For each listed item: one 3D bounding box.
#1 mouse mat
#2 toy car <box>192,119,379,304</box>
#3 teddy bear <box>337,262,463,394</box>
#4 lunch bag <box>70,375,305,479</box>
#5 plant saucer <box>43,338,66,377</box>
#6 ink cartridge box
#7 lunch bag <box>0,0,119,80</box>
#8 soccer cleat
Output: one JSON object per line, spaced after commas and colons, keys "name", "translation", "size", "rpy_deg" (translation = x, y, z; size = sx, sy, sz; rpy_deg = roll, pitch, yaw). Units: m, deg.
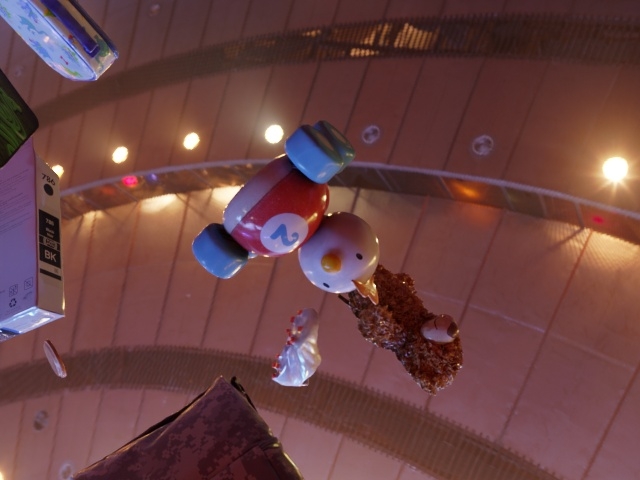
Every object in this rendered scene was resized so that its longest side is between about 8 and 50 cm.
{"name": "mouse mat", "translation": [-0.380, -0.180, 0.678], "size": [0.007, 0.190, 0.153], "rpy_deg": [-23, -151, 8]}
{"name": "toy car", "translation": [0.000, 0.000, 0.852], "size": [0.238, 0.210, 0.219], "rpy_deg": [45, -73, -1]}
{"name": "teddy bear", "translation": [0.116, 0.103, 1.090], "size": [0.113, 0.245, 0.338], "rpy_deg": [-50, -124, 12]}
{"name": "lunch bag", "translation": [-0.189, 0.373, 0.938], "size": [0.305, 0.213, 0.256], "rpy_deg": [-31, -117, -20]}
{"name": "plant saucer", "translation": [-0.536, 0.239, 1.276], "size": [0.013, 0.084, 0.083], "rpy_deg": [-27, -135, -32]}
{"name": "ink cartridge box", "translation": [-0.505, -0.007, 1.036], "size": [0.165, 0.065, 0.333], "rpy_deg": [-22, -116, 17]}
{"name": "lunch bag", "translation": [-0.490, -0.399, 1.177], "size": [0.176, 0.219, 0.090], "rpy_deg": [14, -118, 48]}
{"name": "soccer cleat", "translation": [-0.028, 0.188, 1.110], "size": [0.068, 0.076, 0.196], "rpy_deg": [-92, -161, -47]}
